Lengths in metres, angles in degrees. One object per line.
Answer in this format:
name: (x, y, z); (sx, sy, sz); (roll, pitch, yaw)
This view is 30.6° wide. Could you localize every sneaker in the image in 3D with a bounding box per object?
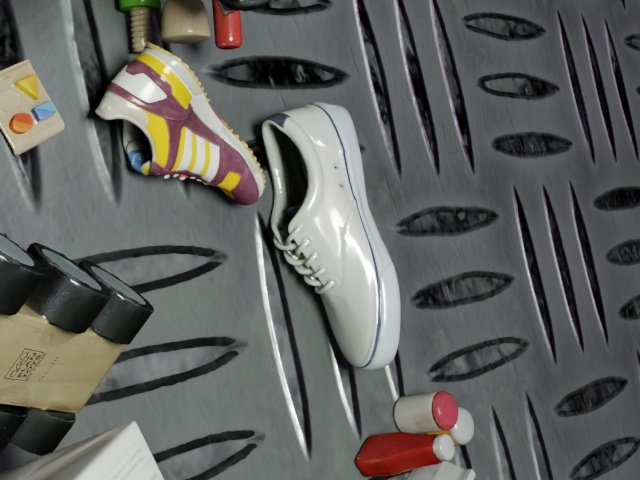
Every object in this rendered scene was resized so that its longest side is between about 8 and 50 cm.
sneaker: (-0.118, -0.077, 0.982); (0.084, 0.069, 0.185); (-48, 133, -12)
sneaker: (0.000, 0.000, 1.092); (0.091, 0.094, 0.258); (-11, 82, -34)

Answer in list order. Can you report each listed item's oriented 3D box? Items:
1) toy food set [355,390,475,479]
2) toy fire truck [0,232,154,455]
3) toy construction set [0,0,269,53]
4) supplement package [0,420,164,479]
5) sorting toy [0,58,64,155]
toy food set: (0.110, 0.226, 1.124); (0.111, 0.104, 0.232); (60, 40, -19)
toy fire truck: (-0.243, -0.006, 0.717); (0.158, 0.246, 0.217); (-55, 160, 1)
toy construction set: (-0.142, -0.279, 0.866); (0.309, 0.257, 0.237); (1, 85, -74)
supplement package: (-0.144, 0.288, 0.666); (0.293, 0.175, 0.177); (65, 15, -6)
sorting toy: (-0.231, -0.097, 0.879); (0.083, 0.012, 0.062); (-41, 111, -50)
